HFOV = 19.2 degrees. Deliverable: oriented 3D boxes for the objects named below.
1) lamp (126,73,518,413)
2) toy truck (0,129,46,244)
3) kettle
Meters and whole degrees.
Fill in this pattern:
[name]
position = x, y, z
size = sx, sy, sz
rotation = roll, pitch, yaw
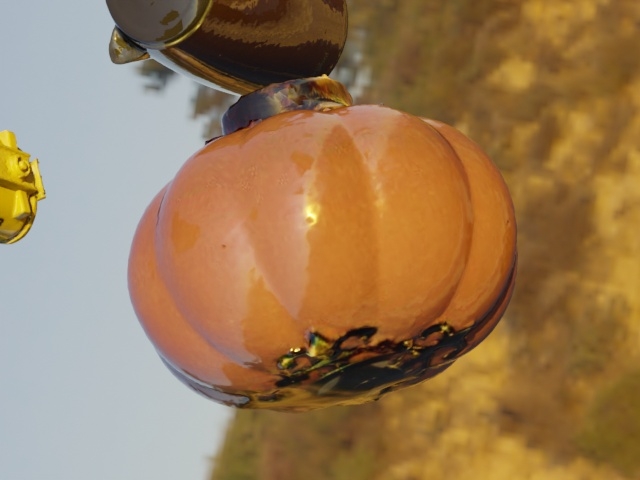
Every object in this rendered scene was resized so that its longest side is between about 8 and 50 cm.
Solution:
[lamp]
position = 0.000, 0.000, 1.453
size = 0.305, 0.305, 0.239
rotation = 83, 175, -68
[toy truck]
position = -0.297, -0.050, 1.316
size = 0.227, 0.114, 0.098
rotation = 21, -130, -61
[kettle]
position = -0.070, -0.215, 1.601
size = 0.202, 0.144, 0.232
rotation = -46, -18, 15
